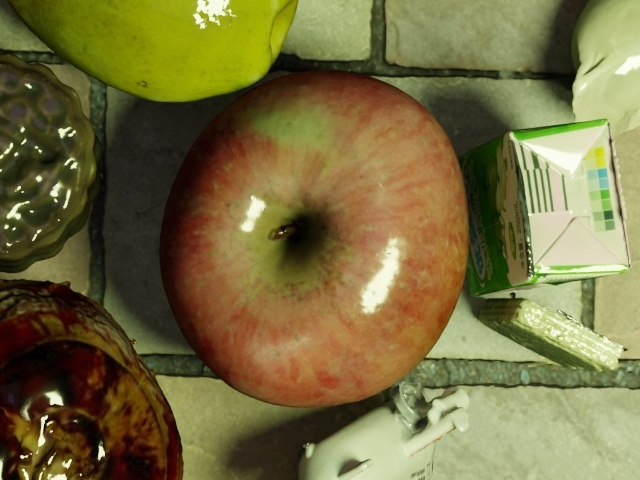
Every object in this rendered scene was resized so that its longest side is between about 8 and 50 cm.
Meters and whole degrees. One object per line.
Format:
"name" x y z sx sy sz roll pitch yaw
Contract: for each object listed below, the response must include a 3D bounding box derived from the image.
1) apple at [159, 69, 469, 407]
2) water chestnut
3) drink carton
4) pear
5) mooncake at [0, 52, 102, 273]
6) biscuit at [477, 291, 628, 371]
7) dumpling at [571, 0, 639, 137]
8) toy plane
"apple" 0.000 0.000 1.872 0.344 0.269 0.345 -2 83 14
"water chestnut" -0.317 0.207 1.820 0.350 0.302 0.350 11 72 -39
"drink carton" 0.217 -0.033 1.879 0.108 0.271 0.161 -6 86 -10
"pear" -0.172 -0.269 1.867 0.307 0.253 0.253 16 85 12
"mooncake" -0.339 -0.079 1.901 0.228 0.124 0.228 1 86 -7
"biscuit" 0.236 0.097 1.908 0.121 0.199 0.040 28 85 -4
"dumpling" 0.345 -0.203 1.985 0.229 0.124 0.151 -54 131 -14
"toy plane" 0.049 0.232 1.870 0.252 0.252 0.118 -34 87 -7
